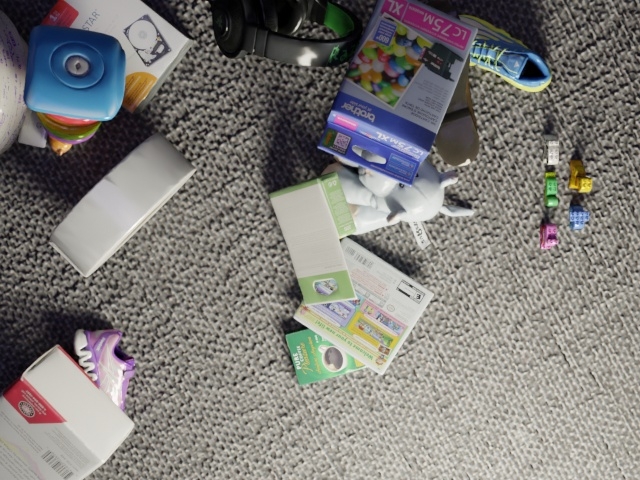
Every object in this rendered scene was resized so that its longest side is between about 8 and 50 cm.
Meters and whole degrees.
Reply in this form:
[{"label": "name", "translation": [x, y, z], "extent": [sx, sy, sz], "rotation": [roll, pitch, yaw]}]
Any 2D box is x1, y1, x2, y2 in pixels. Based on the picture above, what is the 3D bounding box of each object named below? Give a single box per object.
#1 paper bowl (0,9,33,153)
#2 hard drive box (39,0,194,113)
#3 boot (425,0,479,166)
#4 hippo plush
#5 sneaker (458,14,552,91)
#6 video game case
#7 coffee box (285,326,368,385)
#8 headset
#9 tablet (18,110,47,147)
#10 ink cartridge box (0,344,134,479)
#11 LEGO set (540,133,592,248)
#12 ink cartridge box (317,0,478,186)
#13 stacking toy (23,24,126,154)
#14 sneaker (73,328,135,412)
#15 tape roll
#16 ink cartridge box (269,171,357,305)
[{"label": "paper bowl", "translation": [-0.629, -0.292, 1.668], "extent": [0.284, 0.148, 0.284], "rotation": [6, 100, 37]}, {"label": "hard drive box", "translation": [-0.387, -0.380, 1.722], "extent": [0.232, 0.089, 0.181], "rotation": [37, 97, -6]}, {"label": "boot", "translation": [0.236, -0.298, 1.721], "extent": [0.112, 0.115, 0.305], "rotation": [-8, 106, 14]}, {"label": "hippo plush", "translation": [0.128, -0.087, 1.699], "extent": [0.234, 0.236, 0.294], "rotation": [-36, 98, 5]}, {"label": "sneaker", "translation": [0.334, -0.357, 1.711], "extent": [0.240, 0.126, 0.091], "rotation": [23, 98, -5]}, {"label": "video game case", "translation": [0.085, 0.128, 1.808], "extent": [0.212, 0.023, 0.193], "rotation": [33, 88, 5]}, {"label": "coffee box", "translation": [0.030, 0.216, 1.847], "extent": [0.184, 0.040, 0.113], "rotation": [-17, 97, 2]}, {"label": "headset", "translation": [-0.108, -0.437, 1.640], "extent": [0.394, 0.243, 0.185], "rotation": [24, 125, 17]}, {"label": "tablet", "translation": [-0.559, -0.227, 1.788], "extent": [0.054, 0.006, 0.083], "rotation": [12, 100, -3]}, {"label": "ink cartridge box", "translation": [-0.545, 0.379, 1.771], "extent": [0.226, 0.131, 0.306], "rotation": [48, 123, -7]}, {"label": "LEGO set", "translation": [0.482, -0.091, 1.773], "extent": [0.087, 0.093, 0.227], "rotation": [-2, 99, 0]}, {"label": "ink cartridge box", "translation": [0.135, -0.267, 1.579], "extent": [0.185, 0.065, 0.311], "rotation": [24, 76, -3]}, {"label": "stacking toy", "translation": [-0.458, -0.238, 1.665], "extent": [0.165, 0.302, 0.175], "rotation": [6, 65, -19]}, {"label": "sneaker", "translation": [-0.416, 0.280, 1.834], "extent": [0.104, 0.095, 0.236], "rotation": [-16, 100, -9]}, {"label": "tape roll", "translation": [-0.362, -0.066, 1.676], "extent": [0.286, 0.286, 0.100], "rotation": [-44, 98, 6]}, {"label": "ink cartridge box", "translation": [0.000, 0.000, 1.742], "extent": [0.056, 0.171, 0.235], "rotation": [-24, 96, -36]}]
